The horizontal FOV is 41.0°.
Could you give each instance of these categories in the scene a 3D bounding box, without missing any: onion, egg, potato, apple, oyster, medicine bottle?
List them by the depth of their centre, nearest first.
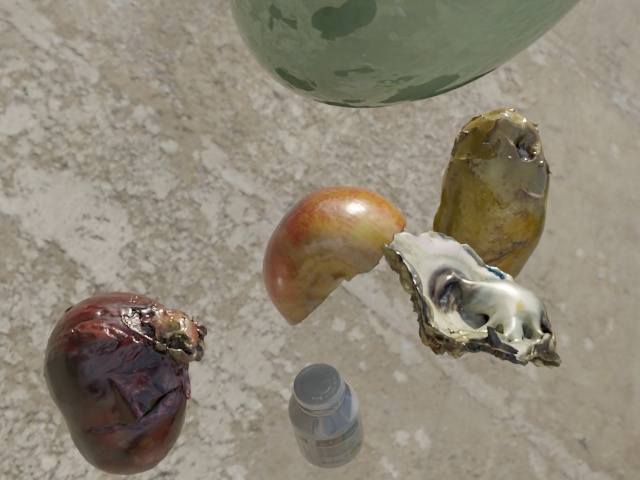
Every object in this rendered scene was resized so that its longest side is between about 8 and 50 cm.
[{"bbox_3d":[0.090,-0.268,0.672,0.276,0.389,0.276,40,23,-21],"label":"egg"},{"bbox_3d":[0.173,0.075,1.018,0.214,0.083,0.223,2,42,-48],"label":"oyster"},{"bbox_3d":[-0.294,0.213,1.277,0.281,0.281,0.221,61,20,17],"label":"onion"},{"bbox_3d":[0.272,-0.059,1.354,0.173,0.300,0.140,14,21,15],"label":"potato"},{"bbox_3d":[0.000,0.000,1.568,0.163,0.293,0.251,48,23,-9],"label":"apple"},{"bbox_3d":[0.009,0.328,1.619,0.135,0.215,0.135,-5,49,5],"label":"medicine bottle"}]
